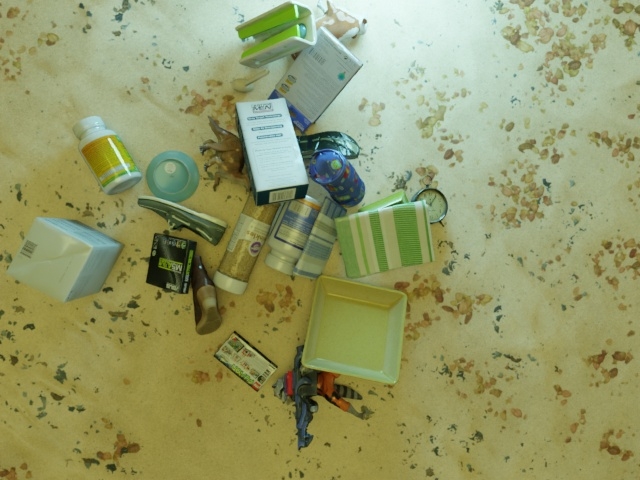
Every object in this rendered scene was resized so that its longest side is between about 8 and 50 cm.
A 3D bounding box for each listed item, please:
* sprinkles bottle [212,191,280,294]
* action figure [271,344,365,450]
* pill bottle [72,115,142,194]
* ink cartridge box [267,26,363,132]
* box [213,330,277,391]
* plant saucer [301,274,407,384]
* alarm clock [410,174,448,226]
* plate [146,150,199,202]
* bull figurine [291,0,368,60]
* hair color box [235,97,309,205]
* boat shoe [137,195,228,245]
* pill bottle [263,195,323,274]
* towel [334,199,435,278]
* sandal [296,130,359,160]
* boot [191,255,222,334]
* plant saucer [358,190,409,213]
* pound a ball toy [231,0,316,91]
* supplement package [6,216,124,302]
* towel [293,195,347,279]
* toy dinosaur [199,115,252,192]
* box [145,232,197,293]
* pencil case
[{"bbox_3d":[-0.259,0.006,1.643,0.121,0.121,0.355,22,90,-3],"label":"sprinkles bottle"},{"bbox_3d":[-0.009,0.557,1.648,0.331,0.178,0.341,7,66,2],"label":"action figure"},{"bbox_3d":[-0.732,-0.291,1.602,0.136,0.136,0.245,-30,93,-2],"label":"pill bottle"},{"bbox_3d":[-0.023,-0.549,1.627,0.186,0.065,0.311,42,114,-5],"label":"ink cartridge box"},{"bbox_3d":[-0.269,0.436,1.694,0.207,0.036,0.114,41,89,-3],"label":"box"},{"bbox_3d":[0.119,0.315,1.645,0.333,0.081,0.332,13,64,-3],"label":"plant saucer"},{"bbox_3d":[0.389,-0.142,1.697,0.130,0.064,0.191,0,87,-13],"label":"alarm clock"},{"bbox_3d":[-0.528,-0.228,1.671,0.188,0.024,0.188,0,92,-2],"label":"plate"},{"bbox_3d":[0.016,-0.754,1.650,0.311,0.101,0.188,-32,90,-2],"label":"bull figurine"},{"bbox_3d":[-0.165,-0.297,1.557,0.174,0.105,0.347,-10,68,-14],"label":"hair color box"},{"bbox_3d":[-0.489,-0.071,1.633,0.320,0.116,0.098,19,86,-8],"label":"boat shoe"},{"bbox_3d":[-0.092,-0.024,1.636,0.152,0.152,0.271,24,91,-3],"label":"pill bottle"},{"bbox_3d":[0.230,-0.002,1.656,0.325,0.038,0.247,-12,113,2],"label":"towel"},{"bbox_3d":[-0.009,-0.319,1.669,0.303,0.086,0.120,2,55,13],"label":"sandal"},{"bbox_3d":[-0.411,0.197,1.646,0.090,0.248,0.206,-9,56,-25],"label":"boot"},{"bbox_3d":[0.258,-0.062,1.706,0.188,0.045,0.188,-23,93,-2],"label":"plant saucer"},{"bbox_3d":[-0.161,-0.637,1.586,0.319,0.136,0.208,-4,94,40],"label":"pound a ball toy"},{"bbox_3d":[-0.822,0.057,1.542,0.198,0.263,0.199,28,90,-3],"label":"supplement package"},{"bbox_3d":[0.000,0.000,1.623,0.034,0.209,0.284,22,90,23],"label":"towel"},{"bbox_3d":[-0.303,-0.290,1.635,0.201,0.127,0.295,-13,88,-3],"label":"toy dinosaur"},{"bbox_3d":[-0.517,0.077,1.620,0.191,0.045,0.184,11,89,34],"label":"box"},{"bbox_3d":[0.058,-0.201,1.569,0.133,0.306,0.119,-14,75,16],"label":"pencil case"}]
